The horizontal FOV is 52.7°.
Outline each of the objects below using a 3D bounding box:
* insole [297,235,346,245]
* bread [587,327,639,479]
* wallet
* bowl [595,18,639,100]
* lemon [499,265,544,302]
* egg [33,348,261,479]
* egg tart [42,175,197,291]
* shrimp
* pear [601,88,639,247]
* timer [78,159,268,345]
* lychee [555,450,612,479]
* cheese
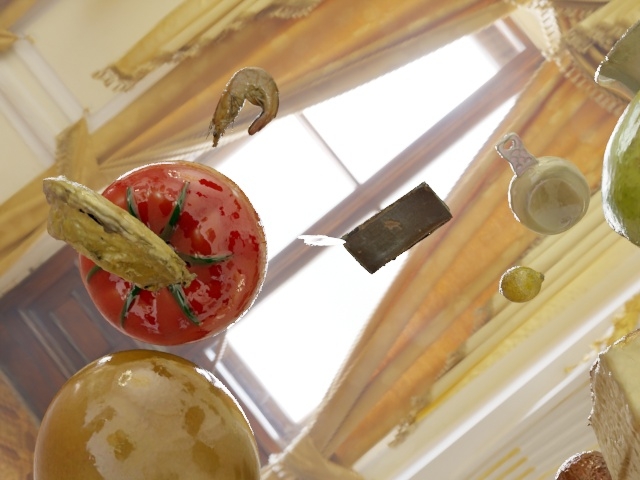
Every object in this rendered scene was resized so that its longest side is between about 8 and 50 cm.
[{"bbox_3d":[0.000,0.000,1.389,0.253,0.086,0.005,-156,-115,-79],"label":"insole"},{"bbox_3d":[0.451,0.200,0.668,0.279,0.278,0.207,59,13,-51],"label":"bread"},{"bbox_3d":[0.164,-0.027,1.404,0.122,0.232,0.031,45,20,-28],"label":"wallet"},{"bbox_3d":[0.617,-0.263,0.859,0.196,0.434,0.435,64,3,13],"label":"bowl"},{"bbox_3d":[0.347,0.075,1.113,0.062,0.083,0.062,36,39,-36],"label":"lemon"},{"bbox_3d":[-0.223,0.305,0.853,0.282,0.282,0.352,-129,-161,-59],"label":"egg"},{"bbox_3d":[-0.328,0.003,1.025,0.278,0.095,0.279,32,-12,8],"label":"egg tart"},{"bbox_3d":[-0.130,-0.219,1.105,0.095,0.163,0.045,24,21,-23],"label":"shrimp"},{"bbox_3d":[0.395,-0.114,0.692,0.288,0.139,0.240,-79,173,-68],"label":"pear"},{"bbox_3d":[-0.294,0.024,1.331,0.378,0.378,0.279,51,10,3],"label":"timer"},{"bbox_3d":[0.435,0.411,1.060,0.114,0.101,0.140,-128,-144,-65],"label":"lychee"},{"bbox_3d":[0.382,-0.105,1.138,0.227,0.137,0.064,43,15,-27],"label":"cheese"}]
